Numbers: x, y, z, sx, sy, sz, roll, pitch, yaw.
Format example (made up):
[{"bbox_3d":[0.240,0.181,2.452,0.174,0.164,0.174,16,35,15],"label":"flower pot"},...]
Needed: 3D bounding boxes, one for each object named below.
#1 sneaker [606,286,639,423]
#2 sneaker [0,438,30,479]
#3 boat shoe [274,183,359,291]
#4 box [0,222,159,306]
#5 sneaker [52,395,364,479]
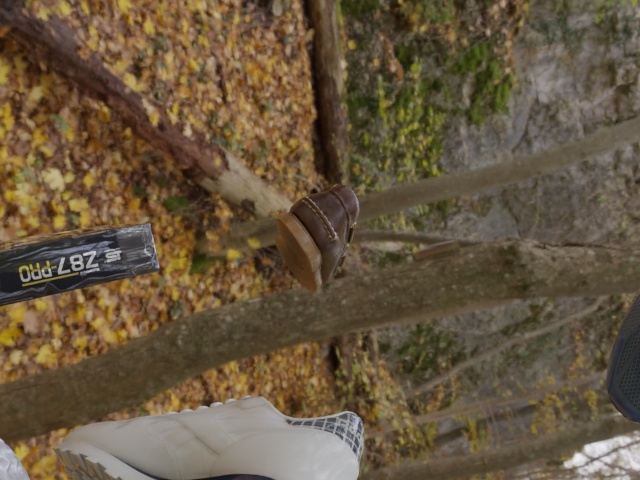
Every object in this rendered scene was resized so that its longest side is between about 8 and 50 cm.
[{"bbox_3d":[0.324,0.038,0.497,0.130,0.147,0.330,49,-45,31],"label":"sneaker"},{"bbox_3d":[-0.290,0.249,0.312,0.366,0.137,0.210,-53,-177,28],"label":"sneaker"},{"bbox_3d":[0.000,0.000,0.636,0.073,0.073,0.207,51,-11,4],"label":"boat shoe"},{"bbox_3d":[-0.495,0.036,1.153,0.395,0.318,0.097,2,-75,63],"label":"box"},{"bbox_3d":[-0.081,0.150,0.426,0.095,0.235,0.090,-54,131,-44],"label":"sneaker"}]
